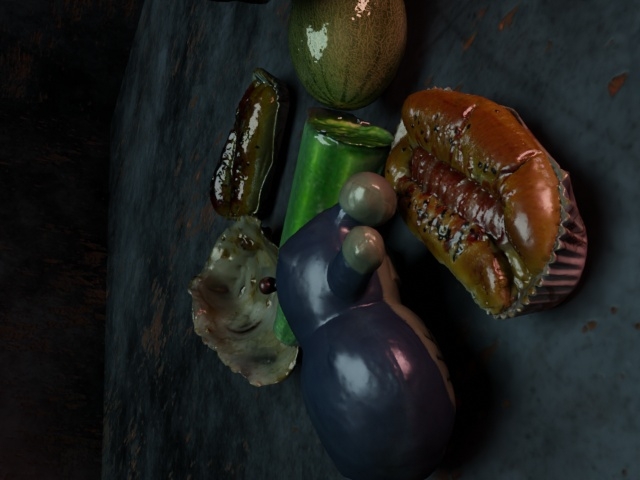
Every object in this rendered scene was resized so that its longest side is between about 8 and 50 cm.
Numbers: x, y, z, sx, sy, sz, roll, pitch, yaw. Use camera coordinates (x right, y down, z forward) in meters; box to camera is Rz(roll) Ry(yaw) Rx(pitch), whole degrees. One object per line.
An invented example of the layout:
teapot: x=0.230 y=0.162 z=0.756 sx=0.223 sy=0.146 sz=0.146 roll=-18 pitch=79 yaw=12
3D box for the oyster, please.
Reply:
oyster: x=-0.108 y=0.066 z=1.002 sx=0.396 sy=0.111 sz=0.204 roll=34 pitch=100 yaw=57

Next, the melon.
melon: x=0.031 y=-0.242 z=0.738 sx=0.139 sy=0.139 sz=0.192 roll=-20 pitch=64 yaw=61

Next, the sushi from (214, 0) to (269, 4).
sushi: x=-0.010 y=-0.424 z=0.700 sx=0.417 sy=0.176 sz=0.417 roll=-37 pitch=23 yaw=19

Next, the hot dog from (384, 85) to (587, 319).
hot dog: x=0.129 y=-0.047 z=0.558 sx=0.268 sy=0.075 sz=0.144 roll=-119 pitch=41 yaw=-55

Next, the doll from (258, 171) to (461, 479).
doll: x=0.045 y=0.093 z=0.601 sx=0.228 sy=0.154 sz=0.259 roll=87 pitch=159 yaw=-61

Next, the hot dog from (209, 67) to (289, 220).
hot dog: x=-0.120 y=-0.154 z=1.092 sx=0.162 sy=0.081 sz=0.271 roll=39 pitch=117 yaw=59

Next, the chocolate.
chocolate: x=0.000 y=0.000 z=0.757 sx=0.110 sy=0.110 sz=0.291 roll=-121 pitch=40 yaw=-52
